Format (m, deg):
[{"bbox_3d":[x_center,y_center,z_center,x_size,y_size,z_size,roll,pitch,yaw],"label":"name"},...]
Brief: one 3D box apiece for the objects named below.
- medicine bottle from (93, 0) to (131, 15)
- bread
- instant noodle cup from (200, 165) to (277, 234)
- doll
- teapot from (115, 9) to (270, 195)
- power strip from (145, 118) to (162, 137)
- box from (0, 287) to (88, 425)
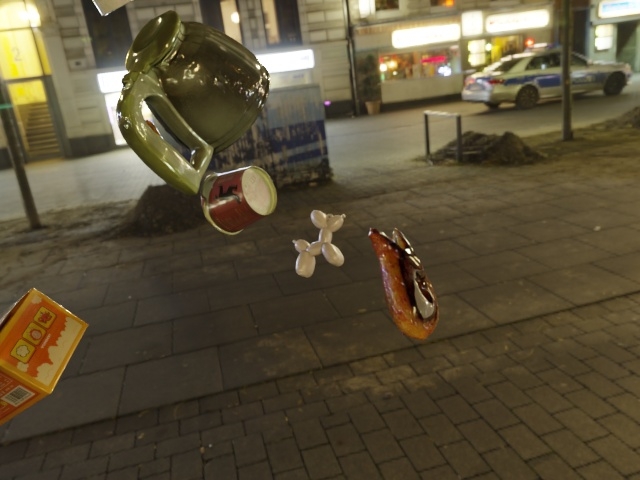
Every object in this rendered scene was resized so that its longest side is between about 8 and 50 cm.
[{"bbox_3d":[-0.522,-0.663,1.159,0.111,0.296,0.161,-10,36,28],"label":"medicine bottle"},{"bbox_3d":[0.184,0.095,1.170,0.139,0.269,0.095,9,-40,-48],"label":"bread"},{"bbox_3d":[-0.277,-0.149,1.854,0.178,0.235,0.235,-16,11,34],"label":"instant noodle cup"},{"bbox_3d":[0.000,0.000,1.333,0.161,0.160,0.059,-23,-27,24],"label":"doll"},{"bbox_3d":[-0.277,-0.285,1.029,0.239,0.322,0.239,26,-7,46],"label":"teapot"},{"bbox_3d":[-0.432,-0.260,1.418,0.028,0.178,0.049,-31,-17,-8],"label":"power strip"},{"bbox_3d":[-0.878,0.332,1.507,0.283,0.214,0.259,-31,31,25],"label":"box"}]
